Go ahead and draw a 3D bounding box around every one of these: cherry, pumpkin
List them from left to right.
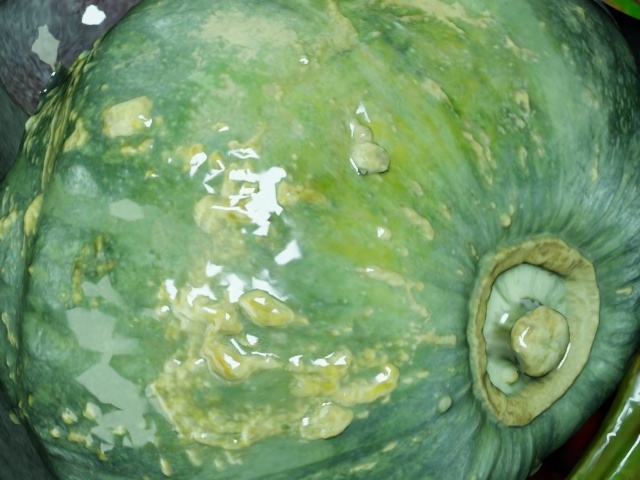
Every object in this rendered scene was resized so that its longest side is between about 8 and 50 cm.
[{"bbox_3d":[-0.173,-0.145,1.277,0.176,0.140,0.176,27,139,26],"label":"cherry"},{"bbox_3d":[0.000,0.000,0.785,0.257,0.327,0.291,19,121,44],"label":"pumpkin"}]

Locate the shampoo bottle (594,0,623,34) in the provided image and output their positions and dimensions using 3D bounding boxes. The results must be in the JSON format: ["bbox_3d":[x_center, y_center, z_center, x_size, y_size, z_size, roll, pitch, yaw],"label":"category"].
[{"bbox_3d":[0.129,-0.086,0.899,0.221,0.051,0.108,63,152,-1],"label":"shampoo bottle"}]

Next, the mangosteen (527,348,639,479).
[{"bbox_3d":[0.082,0.243,1.000,0.435,0.382,0.382,-29,89,30],"label":"mangosteen"}]

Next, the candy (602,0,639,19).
[{"bbox_3d":[0.082,-0.233,0.807,0.365,0.124,0.124,52,154,45],"label":"candy"}]
